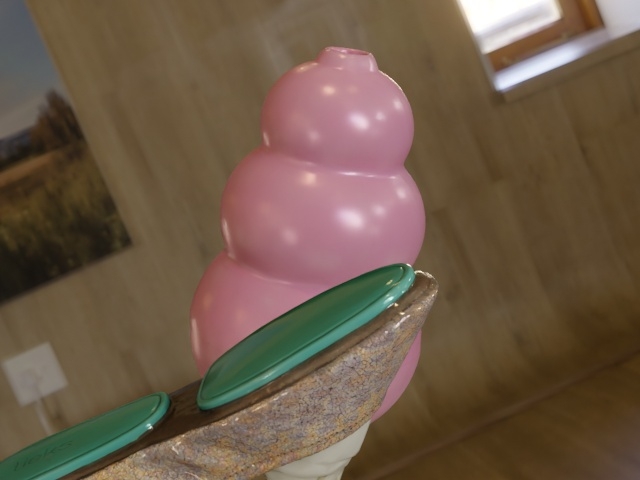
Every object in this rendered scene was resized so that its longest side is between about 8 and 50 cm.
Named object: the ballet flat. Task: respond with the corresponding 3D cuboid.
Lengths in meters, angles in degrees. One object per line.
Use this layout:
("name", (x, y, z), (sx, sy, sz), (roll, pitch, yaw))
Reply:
("ballet flat", (-0.054, 0.121, 0.720), (0.316, 0.106, 0.107), (-27, 15, 16))

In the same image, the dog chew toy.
("dog chew toy", (0.000, 0.000, 1.076), (0.207, 0.331, 0.206), (9, 16, -3))
